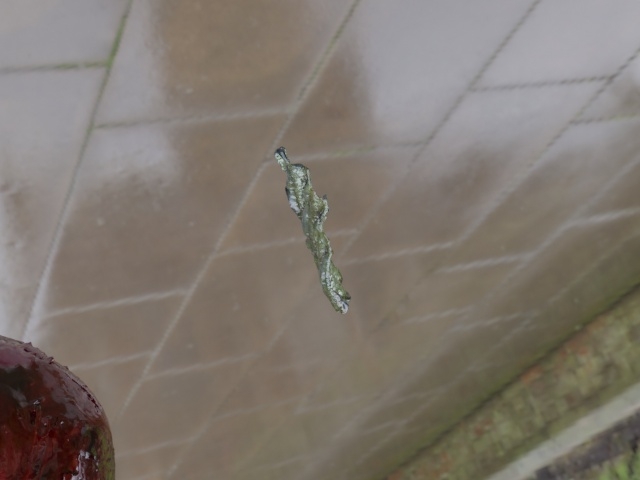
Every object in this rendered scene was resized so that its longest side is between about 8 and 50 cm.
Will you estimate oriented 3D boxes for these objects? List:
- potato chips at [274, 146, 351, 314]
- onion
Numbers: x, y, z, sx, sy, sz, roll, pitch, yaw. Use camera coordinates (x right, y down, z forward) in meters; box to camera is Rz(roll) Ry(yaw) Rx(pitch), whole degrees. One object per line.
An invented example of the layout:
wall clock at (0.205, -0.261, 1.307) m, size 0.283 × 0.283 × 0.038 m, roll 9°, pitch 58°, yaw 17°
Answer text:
potato chips at (0.001, 0.000, 0.934) m, size 0.028 × 0.092 × 0.207 m, roll -21°, pitch 153°, yaw -2°
onion at (-0.153, 0.103, 0.493) m, size 0.131 × 0.131 × 0.131 m, roll -18°, pitch 159°, yaw -7°
